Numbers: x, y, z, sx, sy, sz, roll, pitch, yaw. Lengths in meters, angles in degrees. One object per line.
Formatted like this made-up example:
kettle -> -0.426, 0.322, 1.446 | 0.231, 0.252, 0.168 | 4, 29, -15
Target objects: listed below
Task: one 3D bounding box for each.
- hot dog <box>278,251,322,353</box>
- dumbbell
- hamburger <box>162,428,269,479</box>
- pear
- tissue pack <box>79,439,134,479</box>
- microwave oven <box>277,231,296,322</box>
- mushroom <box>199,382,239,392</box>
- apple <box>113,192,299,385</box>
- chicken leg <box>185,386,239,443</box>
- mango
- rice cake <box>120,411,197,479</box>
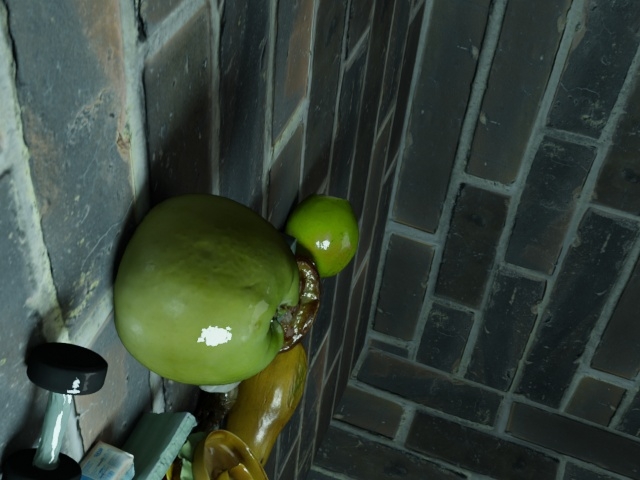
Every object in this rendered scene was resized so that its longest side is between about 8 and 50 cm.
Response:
hot dog -> -0.092, 0.150, 2.125 | 0.175, 0.114, 0.259 | 15, 91, -38
dumbbell -> -0.342, 0.235, 1.181 | 0.100, 0.100, 0.191 | -23, 131, -75
hamburger -> -0.234, 0.519, 1.777 | 0.212, 0.274, 0.274 | -34, 177, 14
pear -> 0.000, 0.000, 2.248 | 0.187, 0.187, 0.220 | 27, 74, -79
tissue pack -> -0.346, 0.375, 1.446 | 0.094, 0.074, 0.059 | -55, 163, -48
microwave oven -> -0.140, 0.093, 1.867 | 0.163, 0.129, 0.205 | -56, 160, -48
mushroom -> -0.193, 0.251, 1.958 | 0.212, 0.088, 0.097 | -67, 179, -56
apple -> -0.169, 0.077, 1.384 | 0.292, 0.254, 0.292 | 15, 90, -75
chicken leg -> -0.239, 0.382, 1.995 | 0.069, 0.085, 0.198 | 35, 77, -37
mango -> -0.140, 0.392, 2.232 | 0.187, 0.144, 0.359 | 22, -94, 59
rice cake -> -0.307, 0.380, 1.556 | 0.043, 0.127, 0.237 | 64, 34, -23
